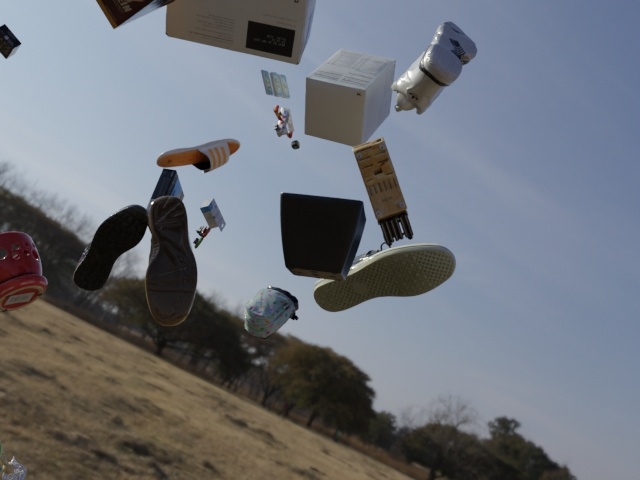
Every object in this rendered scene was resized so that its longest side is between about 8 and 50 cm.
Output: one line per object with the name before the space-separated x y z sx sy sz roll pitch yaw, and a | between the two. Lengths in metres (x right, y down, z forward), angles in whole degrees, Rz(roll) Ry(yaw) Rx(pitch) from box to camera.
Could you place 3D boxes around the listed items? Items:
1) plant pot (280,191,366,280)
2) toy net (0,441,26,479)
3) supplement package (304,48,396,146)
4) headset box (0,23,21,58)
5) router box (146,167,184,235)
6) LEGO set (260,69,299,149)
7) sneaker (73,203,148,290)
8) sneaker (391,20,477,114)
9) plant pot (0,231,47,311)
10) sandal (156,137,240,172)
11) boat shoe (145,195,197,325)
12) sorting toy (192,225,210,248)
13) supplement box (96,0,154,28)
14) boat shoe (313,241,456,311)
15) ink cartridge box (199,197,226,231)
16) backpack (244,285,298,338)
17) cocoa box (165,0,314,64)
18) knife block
plant pot | 0.000 0.000 1.497 0.188 0.166 0.188 7 -10 8
toy net | -0.793 0.575 1.608 0.045 0.122 0.232 -15 -36 0
supplement package | 0.094 -0.453 2.027 0.198 0.262 0.199 17 -50 18
headset box | -0.829 -0.520 1.690 0.083 0.032 0.062 -15 -62 52
router box | -0.464 -0.105 1.917 0.046 0.178 0.133 10 -31 7
LEGO set | -0.106 -0.406 1.997 0.060 0.244 0.182 -10 4 20
sneaker | -0.558 -0.007 1.698 0.107 0.283 0.124 34 20 -29
sneaker | 0.323 -0.499 1.875 0.137 0.365 0.210 43 -50 -7
plant pot | -0.886 0.093 1.830 0.174 0.191 0.191 56 -7 17
sandal | -0.364 -0.241 1.962 0.076 0.266 0.102 65 -26 18
boat shoe | -0.364 0.059 1.585 0.122 0.340 0.110 -1 -28 -10
sorting toy | -0.459 -0.020 2.444 0.042 0.102 0.061 37 9 -12
supplement box | -0.346 -0.556 1.319 0.194 0.191 0.129 -9 -63 44
boat shoe | 0.206 0.103 2.116 0.501 0.156 0.186 -20 -68 29
ink cartridge box | -0.285 -0.065 1.709 0.028 0.048 0.083 -14 -64 18
backpack | -0.170 0.226 2.043 0.152 0.182 0.115 14 -56 26
cocoa box | -0.188 -0.624 1.630 0.348 0.227 0.231 13 -53 0
knife block | 0.177 -0.124 1.770 0.088 0.275 0.242 -19 -4 5
